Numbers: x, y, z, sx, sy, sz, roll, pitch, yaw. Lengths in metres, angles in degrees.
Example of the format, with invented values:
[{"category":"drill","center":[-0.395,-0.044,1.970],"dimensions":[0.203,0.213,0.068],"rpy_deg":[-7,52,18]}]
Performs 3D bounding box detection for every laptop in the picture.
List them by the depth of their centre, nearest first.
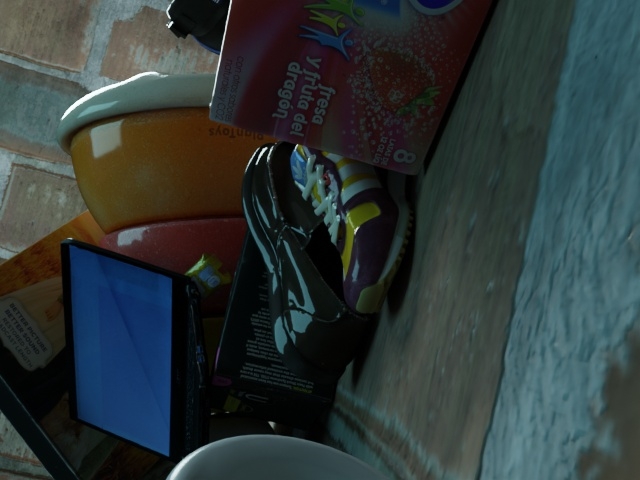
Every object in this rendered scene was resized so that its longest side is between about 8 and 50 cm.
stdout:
[{"category":"laptop","center":[-0.183,0.156,0.746],"dimensions":[0.264,0.136,0.234],"rpy_deg":[-114,26,-61]}]

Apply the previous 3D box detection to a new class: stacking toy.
[{"category":"stacking toy","center":[-0.125,0.075,0.912],"dimensions":[0.350,0.350,0.480],"rpy_deg":[132,137,-79]}]

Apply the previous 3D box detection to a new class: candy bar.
[{"category":"candy bar","center":[-0.147,0.066,0.785],"dimensions":[0.161,0.040,0.018],"rpy_deg":[-39,2,31]}]

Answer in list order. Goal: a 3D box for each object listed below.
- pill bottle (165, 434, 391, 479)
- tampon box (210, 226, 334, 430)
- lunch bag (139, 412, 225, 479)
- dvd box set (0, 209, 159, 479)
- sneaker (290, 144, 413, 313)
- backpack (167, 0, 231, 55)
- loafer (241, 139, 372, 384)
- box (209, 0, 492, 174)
[{"category":"pill bottle","center":[-0.028,0.180,0.309],"dimensions":[0.108,0.108,0.180],"rpy_deg":[-92,17,-73]},{"category":"tampon box","center":[-0.035,0.072,0.712],"dimensions":[0.120,0.101,0.161],"rpy_deg":[114,169,-62]},{"category":"lunch bag","center":[-0.189,0.362,1.091],"dimensions":[0.256,0.212,0.305],"rpy_deg":[-57,9,6]},{"category":"dvd box set","center":[-0.236,0.098,1.034],"dimensions":[0.062,0.308,0.420],"rpy_deg":[-24,13,42]},{"category":"sneaker","center":[0.016,-0.028,0.538],"dimensions":[0.185,0.083,0.070],"rpy_deg":[-81,7,-47]},{"category":"backpack","center":[-0.018,-0.338,0.983],"dimensions":[0.213,0.276,0.263],"rpy_deg":[-61,-4,-49]},{"category":"loafer","center":[0.000,0.000,0.605],"dimensions":[0.078,0.080,0.220],"rpy_deg":[-41,48,32]},{"category":"box","center":[0.040,-0.210,0.459],"dimensions":[0.154,0.142,0.300],"rpy_deg":[-82,8,-50]}]
